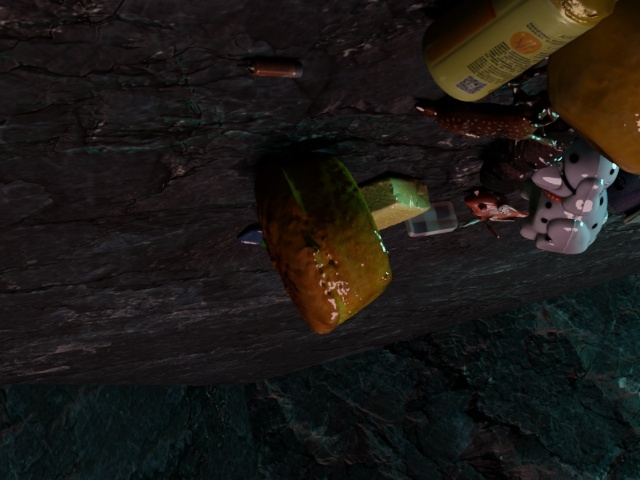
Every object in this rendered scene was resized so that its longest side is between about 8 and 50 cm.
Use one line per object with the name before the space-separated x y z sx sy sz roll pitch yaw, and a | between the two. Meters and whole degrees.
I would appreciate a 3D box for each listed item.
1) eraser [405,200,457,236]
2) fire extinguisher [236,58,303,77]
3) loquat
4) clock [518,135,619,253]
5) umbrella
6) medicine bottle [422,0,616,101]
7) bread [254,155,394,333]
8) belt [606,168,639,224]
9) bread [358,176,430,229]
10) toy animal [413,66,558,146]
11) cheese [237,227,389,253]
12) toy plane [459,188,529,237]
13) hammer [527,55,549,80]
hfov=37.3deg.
eraser | 0.230 -0.045 1.988 0.105 0.065 0.026 -10 167 -13
fire extinguisher | -0.064 -0.219 1.207 0.083 0.022 0.028 -3 -167 -30
loquat | 0.425 -0.212 1.165 0.275 0.275 0.275 -11 165 -3
clock | 0.479 -0.109 1.797 0.189 0.189 0.254 -11 152 -5
umbrella | 0.358 -0.155 1.632 0.094 0.090 0.326 -9 168 -14
medicine bottle | 0.232 -0.262 1.103 0.124 0.124 0.239 -1 161 -35
bread | -0.001 0.000 1.569 0.172 0.312 0.312 -21 167 -10
belt | 0.703 -0.116 1.959 0.230 0.139 0.126 1 161 -34
bread | 0.099 -0.063 1.816 0.188 0.068 0.125 -22 162 34
toy animal | 0.271 -0.181 1.409 0.243 0.087 0.260 -6 176 28
cheese | -0.011 0.012 1.970 0.320 0.083 0.204 7 163 -25
toy plane | 0.390 -0.056 1.971 0.194 0.126 0.077 23 130 4
hammer | 0.385 -0.248 1.435 0.111 0.033 0.288 -20 163 25
